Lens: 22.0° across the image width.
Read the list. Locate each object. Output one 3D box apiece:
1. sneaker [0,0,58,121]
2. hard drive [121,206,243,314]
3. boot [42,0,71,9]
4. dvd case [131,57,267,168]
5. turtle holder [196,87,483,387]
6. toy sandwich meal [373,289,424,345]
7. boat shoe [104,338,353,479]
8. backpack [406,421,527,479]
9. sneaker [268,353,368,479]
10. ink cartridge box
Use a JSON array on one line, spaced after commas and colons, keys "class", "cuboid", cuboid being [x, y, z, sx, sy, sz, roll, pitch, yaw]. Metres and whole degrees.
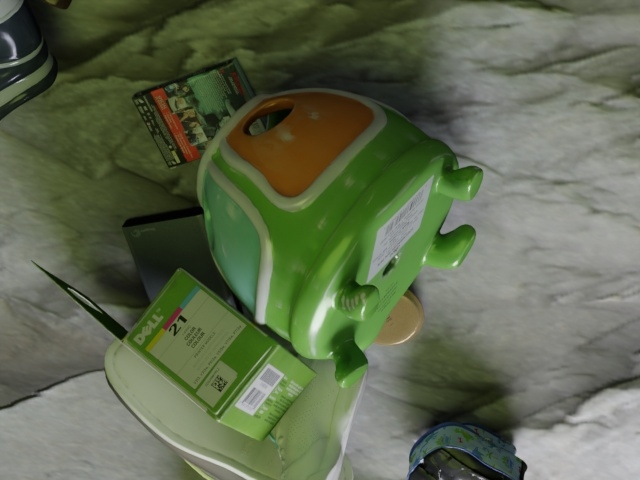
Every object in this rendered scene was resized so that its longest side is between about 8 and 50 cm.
[{"class": "sneaker", "cuboid": [-0.391, -0.193, 1.638, 0.282, 0.099, 0.153, 3, 142, 28]}, {"class": "hard drive", "cuboid": [-0.146, 0.032, 1.758, 0.094, 0.022, 0.135, -9, 117, 18]}, {"class": "boot", "cuboid": [-0.287, -0.351, 1.525, 0.248, 0.090, 0.207, 34, 119, -12]}, {"class": "dvd case", "cuboid": [-0.120, -0.127, 1.664, 0.119, 0.013, 0.087, -17, 115, 23]}, {"class": "turtle holder", "cuboid": [0.010, -0.016, 1.595, 0.227, 0.320, 0.243, 35, 88, 16]}, {"class": "toy sandwich meal", "cuboid": [0.068, 0.074, 1.731, 0.086, 0.029, 0.085, 3, 120, 6]}, {"class": "boat shoe", "cuboid": [-0.112, 0.209, 1.804, 0.305, 0.109, 0.091, 33, 150, -7]}, {"class": "backpack", "cuboid": [0.153, 0.249, 1.780, 0.114, 0.084, 0.105, 33, 121, -13]}, {"class": "sneaker", "cuboid": [-0.022, 0.219, 1.751, 0.094, 0.212, 0.080, 16, 156, 8]}, {"class": "ink cartridge box", "cuboid": [-0.146, 0.081, 1.664, 0.255, 0.189, 0.097, 38, 86, 17]}]
